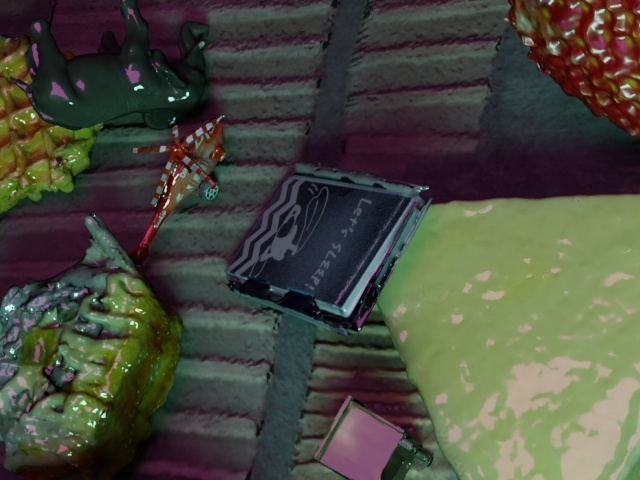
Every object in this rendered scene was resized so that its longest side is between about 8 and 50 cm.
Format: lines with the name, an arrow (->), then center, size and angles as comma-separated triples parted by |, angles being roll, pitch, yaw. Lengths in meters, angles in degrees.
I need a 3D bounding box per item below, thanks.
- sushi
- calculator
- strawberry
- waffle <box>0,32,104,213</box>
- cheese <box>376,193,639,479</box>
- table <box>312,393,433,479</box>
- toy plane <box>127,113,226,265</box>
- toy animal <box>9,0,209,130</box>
sushi -> -0.249, 0.125, 1.401 | 0.184, 0.139, 0.274 | 17, 69, 26
calculator -> 0.000, 0.000, 1.354 | 0.166, 0.028, 0.274 | -59, 30, -9
strawberry -> 0.334, -0.215, 1.237 | 0.292, 0.292, 0.343 | -36, 51, 2
waffle -> -0.396, -0.121, 1.640 | 0.301, 0.058, 0.281 | -46, 55, -3
cheese -> 0.253, 0.081, 1.232 | 0.383, 0.104, 0.384 | -10, 61, 18
table -> 0.054, 0.204, 1.267 | 0.082, 0.083, 0.070 | 27, 80, 25
toy plane -> -0.159, -0.049, 1.496 | 0.126, 0.077, 0.194 | 3, 73, 28
toy animal -> -0.235, -0.197, 1.567 | 0.245, 0.115, 0.146 | -21, 63, -11
